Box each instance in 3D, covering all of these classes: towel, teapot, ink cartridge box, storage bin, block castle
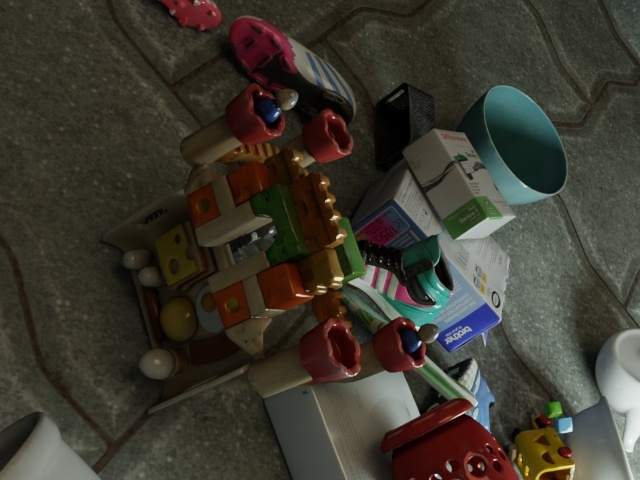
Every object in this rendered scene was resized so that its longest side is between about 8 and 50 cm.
[{"bbox_3d":[0.146,0.186,1.632,0.248,0.325,0.038,40,91,-17],"label":"towel"},{"bbox_3d":[0.774,0.347,2.156,0.256,0.187,0.252,-13,48,-28],"label":"teapot"},{"bbox_3d":[0.252,0.041,1.844,0.395,0.151,0.270,46,30,-9],"label":"ink cartridge box"},{"bbox_3d":[0.192,-0.251,2.012,0.084,0.122,0.180,21,54,-31],"label":"storage bin"},{"bbox_3d":[-0.009,-0.002,1.354,0.303,0.213,0.453,7,61,-58],"label":"block castle"},{"bbox_3d":[0.283,-0.116,1.815,0.160,0.092,0.219,-5,63,-58],"label":"ink cartridge box"}]

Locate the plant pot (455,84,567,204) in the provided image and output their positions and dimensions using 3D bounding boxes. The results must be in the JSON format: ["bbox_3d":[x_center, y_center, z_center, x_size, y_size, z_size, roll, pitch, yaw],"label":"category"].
[{"bbox_3d":[0.424,-0.200,2.135,0.290,0.195,0.290,21,54,-32],"label":"plant pot"}]

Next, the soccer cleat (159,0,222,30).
[{"bbox_3d":[-0.302,-0.503,1.753,0.248,0.083,0.095,21,50,-29],"label":"soccer cleat"}]

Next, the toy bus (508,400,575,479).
[{"bbox_3d":[0.450,0.444,1.858,0.104,0.202,0.191,-5,75,-11],"label":"toy bus"}]

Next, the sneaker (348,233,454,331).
[{"bbox_3d":[0.140,0.033,1.641,0.295,0.178,0.124,41,29,-17],"label":"sneaker"}]

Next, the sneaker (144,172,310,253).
[{"bbox_3d":[-0.165,-0.046,1.604,0.330,0.146,0.122,-13,102,-23],"label":"sneaker"}]

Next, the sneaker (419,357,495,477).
[{"bbox_3d":[0.265,0.374,1.723,0.147,0.130,0.330,49,44,-5],"label":"sneaker"}]

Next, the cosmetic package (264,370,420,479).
[{"bbox_3d":[0.055,0.339,1.548,0.224,0.138,0.224,-10,74,-46],"label":"cosmetic package"}]

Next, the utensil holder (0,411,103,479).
[{"bbox_3d":[-0.316,0.448,1.031,0.385,0.327,0.327,49,44,-12],"label":"utensil holder"}]

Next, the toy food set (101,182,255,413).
[{"bbox_3d":[-0.231,0.092,1.368,0.092,0.220,0.306,-1,68,-53],"label":"toy food set"}]

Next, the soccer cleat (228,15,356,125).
[{"bbox_3d":[-0.058,-0.363,1.880,0.331,0.116,0.143,39,31,-22],"label":"soccer cleat"}]

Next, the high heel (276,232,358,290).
[{"bbox_3d":[0.000,0.000,1.755,0.244,0.082,0.117,35,17,-5],"label":"high heel"}]

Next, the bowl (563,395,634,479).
[{"bbox_3d":[0.593,0.495,1.902,0.298,0.134,0.298,-18,90,-78],"label":"bowl"}]

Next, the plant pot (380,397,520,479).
[{"bbox_3d":[0.202,0.362,1.434,0.191,0.191,0.174,-16,74,-45],"label":"plant pot"}]
